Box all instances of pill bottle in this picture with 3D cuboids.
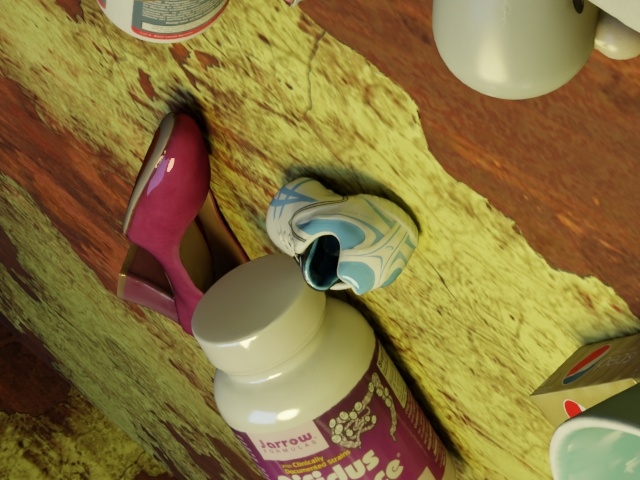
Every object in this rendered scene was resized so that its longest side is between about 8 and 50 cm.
[{"bbox_3d":[-0.106,-0.220,1.205,0.108,0.108,0.180,46,163,6],"label":"pill bottle"},{"bbox_3d":[0.000,0.163,1.678,0.169,0.169,0.301,23,151,54],"label":"pill bottle"}]

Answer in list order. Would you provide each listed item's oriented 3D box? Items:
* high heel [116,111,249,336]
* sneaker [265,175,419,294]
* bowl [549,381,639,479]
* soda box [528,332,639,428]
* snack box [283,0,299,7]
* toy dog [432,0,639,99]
[{"bbox_3d":[-0.103,-0.006,1.745,0.181,0.127,0.377,18,157,-1],"label":"high heel"},{"bbox_3d":[0.000,0.000,1.467,0.085,0.086,0.237,52,164,-17],"label":"sneaker"},{"bbox_3d":[0.296,0.162,0.959,0.311,0.163,0.311,44,163,17],"label":"bowl"},{"bbox_3d":[0.216,0.105,1.203,0.058,0.061,0.181,50,163,-3],"label":"soda box"},{"bbox_3d":[-0.019,-0.244,0.822,0.207,0.174,0.070,45,162,8],"label":"snack box"},{"bbox_3d":[0.140,-0.176,0.621,0.161,0.220,0.334,14,166,4],"label":"toy dog"}]
